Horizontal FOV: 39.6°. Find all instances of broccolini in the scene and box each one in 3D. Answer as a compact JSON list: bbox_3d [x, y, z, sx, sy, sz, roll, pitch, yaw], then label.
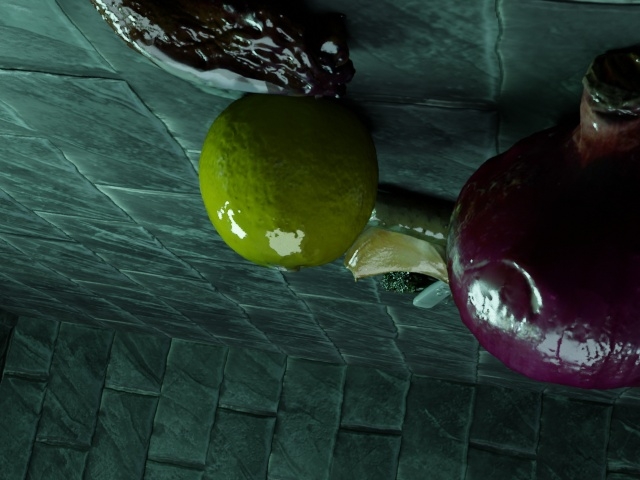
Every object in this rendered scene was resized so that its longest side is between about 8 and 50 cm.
[{"bbox_3d":[0.225,0.103,1.923,0.201,0.058,0.074,20,169,-29],"label":"broccolini"}]

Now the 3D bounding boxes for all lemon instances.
[{"bbox_3d":[-0.043,-0.065,1.178,0.240,0.219,0.240,5,164,1],"label":"lemon"}]

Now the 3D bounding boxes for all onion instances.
[{"bbox_3d":[0.310,-0.031,0.995,0.347,0.348,0.385,6,129,13],"label":"onion"}]

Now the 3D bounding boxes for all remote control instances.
[{"bbox_3d":[0.260,0.092,1.849,0.050,0.027,0.184,11,148,-27],"label":"remote control"}]

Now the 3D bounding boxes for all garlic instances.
[{"bbox_3d":[0.147,0.011,1.532,0.206,0.128,0.115,9,132,28],"label":"garlic"}]

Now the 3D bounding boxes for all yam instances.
[{"bbox_3d":[0.205,-0.023,1.458,0.317,0.067,0.071,14,139,-17],"label":"yam"}]

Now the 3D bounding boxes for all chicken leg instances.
[{"bbox_3d":[-0.144,-0.227,0.898,0.407,0.096,0.158,22,157,-31],"label":"chicken leg"}]
